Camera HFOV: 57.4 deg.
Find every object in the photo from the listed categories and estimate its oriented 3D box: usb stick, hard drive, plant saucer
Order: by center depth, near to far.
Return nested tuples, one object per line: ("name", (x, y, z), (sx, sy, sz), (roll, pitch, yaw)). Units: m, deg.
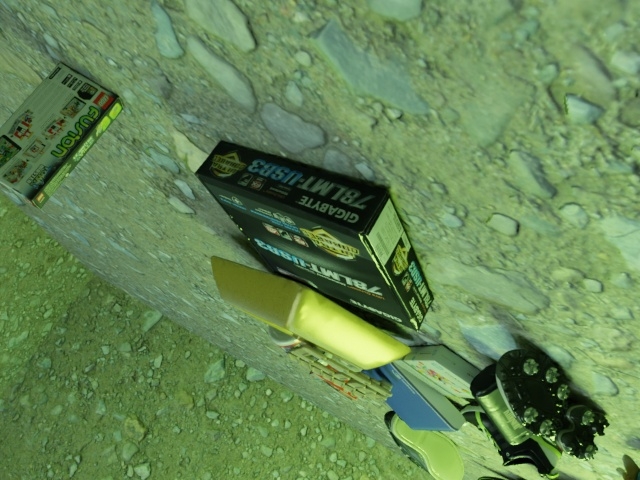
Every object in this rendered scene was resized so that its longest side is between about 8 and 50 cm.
("usb stick", (0.343, 0.308, 1.080), (0.045, 0.077, 0.278), (48, 178, 46))
("plant saucer", (-0.038, 0.156, 1.178), (0.332, 0.081, 0.332), (34, 166, -37))
("hard drive", (0.210, 0.373, 1.418), (0.210, 0.040, 0.319), (46, 162, 7))

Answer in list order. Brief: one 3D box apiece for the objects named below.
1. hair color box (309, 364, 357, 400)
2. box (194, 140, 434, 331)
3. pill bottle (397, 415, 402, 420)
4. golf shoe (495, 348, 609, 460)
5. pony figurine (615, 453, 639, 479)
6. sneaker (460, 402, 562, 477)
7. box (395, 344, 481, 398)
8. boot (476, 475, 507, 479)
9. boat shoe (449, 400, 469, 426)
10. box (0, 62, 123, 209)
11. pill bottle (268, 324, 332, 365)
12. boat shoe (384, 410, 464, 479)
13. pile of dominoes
("hair color box", (0.050, 0.468, 1.948), (0.167, 0.053, 0.093), (31, 160, 0))
("box", (0.000, 0.000, 0.862), (0.295, 0.073, 0.293), (21, 157, 32))
("pill bottle", (0.243, 0.471, 1.636), (0.067, 0.067, 0.120), (23, 159, 24))
("golf shoe", (0.337, 0.257, 0.926), (0.273, 0.105, 0.120), (43, 165, -28))
("pony figurine", (0.604, 0.532, 0.873), (0.351, 0.302, 0.364), (146, 104, -83))
("sneaker", (0.397, 0.430, 1.254), (0.234, 0.097, 0.084), (16, 155, 38))
("box", (0.247, 0.264, 1.174), (0.145, 0.038, 0.186), (35, 160, -9))
("boot", (0.601, 0.792, 1.850), (0.236, 0.085, 0.179), (13, 152, 29))
("boat shoe", (0.299, 0.410, 1.434), (0.142, 0.049, 0.040), (21, 158, 35))
("box", (-0.409, -0.161, 0.884), (0.114, 0.207, 0.036), (31, 161, 4))
("pill bottle", (-0.043, 0.252, 1.481), (0.108, 0.108, 0.193), (17, 156, 37))
("boat shoe", (0.327, 0.663, 1.890), (0.340, 0.127, 0.113), (40, 160, -18))
("pile of dominoes", (0.045, 0.302, 1.377), (0.251, 0.040, 0.196), (32, 157, -11))
